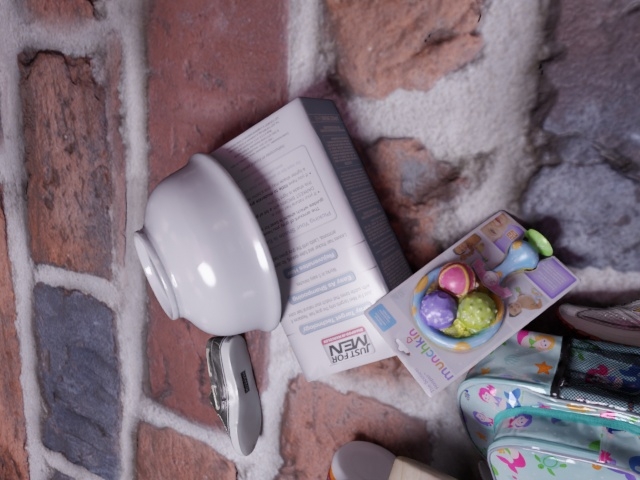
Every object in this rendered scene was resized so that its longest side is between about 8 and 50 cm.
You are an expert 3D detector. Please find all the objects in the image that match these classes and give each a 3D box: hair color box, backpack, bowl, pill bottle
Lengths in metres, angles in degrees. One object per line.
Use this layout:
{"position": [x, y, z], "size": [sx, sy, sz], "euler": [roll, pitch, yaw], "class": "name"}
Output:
{"position": [0.000, 0.000, 0.771], "size": [0.185, 0.114, 0.374], "euler": [-25, 89, 29], "class": "hair color box"}
{"position": [0.293, 0.223, 0.616], "size": [0.254, 0.191, 0.225], "euler": [10, 135, 41], "class": "backpack"}
{"position": [-0.189, 0.028, 0.777], "size": [0.298, 0.134, 0.297], "euler": [43, 146, 39], "class": "bowl"}
{"position": [0.054, 0.452, 0.842], "size": [0.121, 0.121, 0.221], "euler": [21, 110, 21], "class": "pill bottle"}

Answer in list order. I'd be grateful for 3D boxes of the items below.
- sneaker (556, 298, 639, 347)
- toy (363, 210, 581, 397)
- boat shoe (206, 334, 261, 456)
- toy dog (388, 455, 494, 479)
{"position": [0.406, 0.094, 0.617], "size": [0.225, 0.088, 0.092], "euler": [2, 76, 31], "class": "sneaker"}
{"position": [0.185, 0.062, 0.637], "size": [0.237, 0.056, 0.137], "euler": [-34, 61, -9], "class": "toy"}
{"position": [-0.161, 0.280, 0.941], "size": [0.070, 0.078, 0.219], "euler": [-8, 90, 27], "class": "boat shoe"}
{"position": [0.166, 0.379, 0.654], "size": [0.333, 0.220, 0.161], "euler": [48, 161, -19], "class": "toy dog"}
